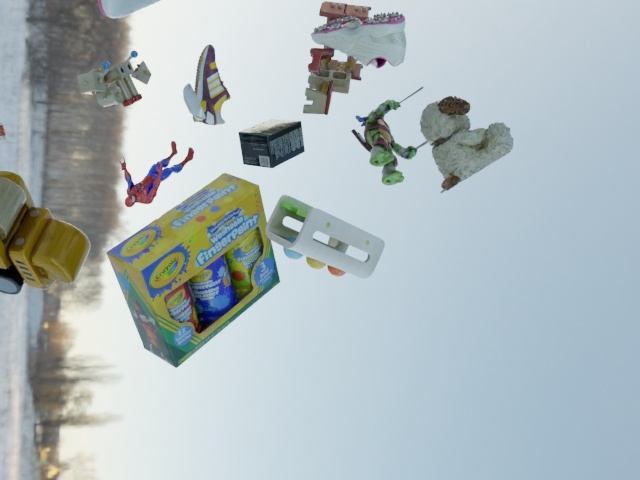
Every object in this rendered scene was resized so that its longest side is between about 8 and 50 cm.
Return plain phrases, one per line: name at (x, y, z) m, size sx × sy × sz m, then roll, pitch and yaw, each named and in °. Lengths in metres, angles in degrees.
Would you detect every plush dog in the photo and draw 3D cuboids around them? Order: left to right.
plush dog at (0.351, -0.272, 2.009) m, size 0.225 × 0.210 × 0.262 m, roll 58°, pitch -23°, yaw 0°

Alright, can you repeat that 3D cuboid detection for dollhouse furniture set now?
dollhouse furniture set at (0.053, -0.529, 2.155) m, size 0.374 × 0.152 × 0.201 m, roll -81°, pitch 178°, yaw -53°

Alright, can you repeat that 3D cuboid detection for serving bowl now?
serving bowl at (-0.280, -0.300, 1.625) m, size 0.083 × 0.027 × 0.083 m, roll 155°, pitch -90°, yaw -83°

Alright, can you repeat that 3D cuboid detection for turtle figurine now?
turtle figurine at (0.233, -0.313, 2.214) m, size 0.198 × 0.274 × 0.266 m, roll 100°, pitch -5°, yaw -51°

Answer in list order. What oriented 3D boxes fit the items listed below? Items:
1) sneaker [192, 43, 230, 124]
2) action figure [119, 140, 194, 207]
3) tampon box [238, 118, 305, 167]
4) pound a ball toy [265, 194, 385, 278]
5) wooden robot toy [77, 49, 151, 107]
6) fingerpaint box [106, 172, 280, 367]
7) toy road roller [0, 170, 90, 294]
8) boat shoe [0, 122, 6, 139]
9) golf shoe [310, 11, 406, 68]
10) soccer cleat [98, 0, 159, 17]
sneaker at (-0.250, -0.363, 1.744) m, size 0.069 × 0.084 × 0.185 m, roll -162°, pitch -100°, yaw -73°
action figure at (-0.454, -0.203, 2.039) m, size 0.139 × 0.091 × 0.280 m, roll 95°, pitch 20°, yaw -46°
tampon box at (-0.145, -0.293, 2.229) m, size 0.120 × 0.161 × 0.101 m, roll 11°, pitch -61°, yaw 35°
pound a ball toy at (0.000, 0.000, 1.822) m, size 0.208 × 0.319 × 0.136 m, roll 26°, pitch -89°, yaw 46°
wooden robot toy at (-0.334, -0.242, 1.162) m, size 0.173 × 0.079 × 0.076 m, roll -58°, pitch 136°, yaw -62°
fingerpaint box at (-0.342, 0.080, 2.143) m, size 0.163 × 0.445 × 0.371 m, roll 22°, pitch -43°, yaw 36°
toy road roller at (-0.754, -0.007, 1.945) m, size 0.329 × 0.240 × 0.202 m, roll 86°, pitch 12°, yaw -52°
boat shoe at (-0.851, -0.266, 1.857) m, size 0.049 × 0.137 × 0.043 m, roll -73°, pitch 156°, yaw -74°
golf shoe at (0.096, -0.513, 1.945) m, size 0.306 × 0.115 × 0.140 m, roll 12°, pitch -52°, yaw 45°
soccer cleat at (-0.391, -0.588, 1.676) m, size 0.331 × 0.143 × 0.116 m, roll -75°, pitch 166°, yaw -55°
